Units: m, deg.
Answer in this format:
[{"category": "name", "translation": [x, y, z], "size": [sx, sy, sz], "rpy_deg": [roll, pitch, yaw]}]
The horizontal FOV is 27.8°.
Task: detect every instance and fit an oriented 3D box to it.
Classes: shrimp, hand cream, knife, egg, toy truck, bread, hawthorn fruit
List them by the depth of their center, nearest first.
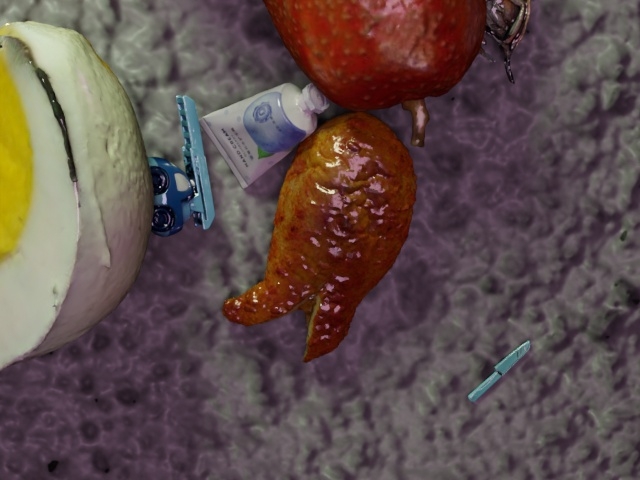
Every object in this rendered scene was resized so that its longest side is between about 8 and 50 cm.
[{"category": "egg", "translation": [-0.262, -0.044, 1.208], "size": [0.201, 0.337, 0.337], "rpy_deg": [-9, 109, -47]}, {"category": "hawthorn fruit", "translation": [0.057, -0.207, 1.209], "size": [0.205, 0.205, 0.253], "rpy_deg": [-19, 113, 1]}, {"category": "shrimp", "translation": [0.169, -0.243, 1.269], "size": [0.073, 0.075, 0.190], "rpy_deg": [-27, 117, -30]}, {"category": "hand cream", "translation": [-0.052, -0.111, 1.274], "size": [0.142, 0.053, 0.084], "rpy_deg": [-27, 101, 35]}, {"category": "toy truck", "translation": [-0.152, -0.073, 1.293], "size": [0.074, 0.063, 0.136], "rpy_deg": [-13, 102, -21]}, {"category": "bread", "translation": [0.009, 0.001, 1.301], "size": [0.139, 0.095, 0.269], "rpy_deg": [26, 102, -2]}, {"category": "knife", "translation": [0.192, 0.139, 1.388], "size": [0.091, 0.005, 0.014], "rpy_deg": [-43, 103, 6]}]
